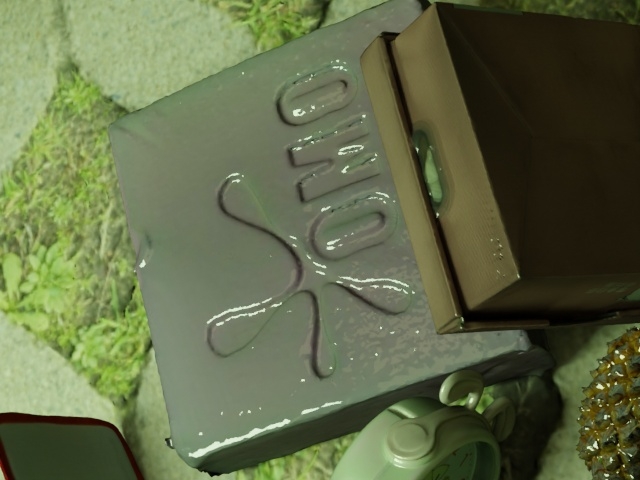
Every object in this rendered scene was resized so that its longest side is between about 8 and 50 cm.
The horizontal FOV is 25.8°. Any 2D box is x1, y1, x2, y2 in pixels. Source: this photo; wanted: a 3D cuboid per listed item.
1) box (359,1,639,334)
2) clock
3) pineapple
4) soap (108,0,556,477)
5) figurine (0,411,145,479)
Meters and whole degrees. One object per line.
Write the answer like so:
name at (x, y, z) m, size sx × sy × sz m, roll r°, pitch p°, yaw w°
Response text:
box at (0.156, -0.048, 0.953) m, size 0.086 × 0.215 × 0.215 m, roll -39°, pitch 59°, yaw 50°
clock at (0.063, 0.176, 0.969) m, size 0.062 × 0.151 × 0.191 m, roll 32°, pitch 85°, yaw 35°
pineapple at (0.198, 0.149, 0.953) m, size 0.083 × 0.103 × 0.221 m, roll 20°, pitch 84°, yaw 58°
soap at (0.000, 0.000, 1.065) m, size 0.285 × 0.107 × 0.296 m, roll -23°, pitch 68°, yaw 17°
figurine at (-0.250, 0.270, 1.075) m, size 0.226 × 0.160 × 0.183 m, roll -36°, pitch 66°, yaw 19°
